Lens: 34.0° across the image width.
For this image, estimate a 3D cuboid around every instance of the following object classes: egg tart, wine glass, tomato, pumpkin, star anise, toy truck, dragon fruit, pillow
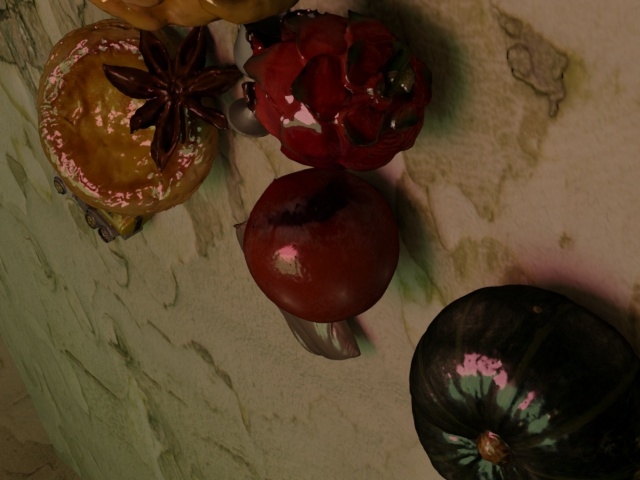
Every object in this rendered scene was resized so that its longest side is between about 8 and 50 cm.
[{"bbox_3d":[-0.302,-0.200,1.675,0.318,0.128,0.319,3,107,9],"label":"egg tart"},{"bbox_3d":[-0.082,-0.230,1.416,0.079,0.079,0.195,45,150,19],"label":"wine glass"},{"bbox_3d":[0.000,0.000,1.390,0.208,0.208,0.184,25,158,43],"label":"tomato"},{"bbox_3d":[0.249,0.191,1.222,0.300,0.207,0.300,22,127,33],"label":"pumpkin"},{"bbox_3d":[-0.218,-0.225,1.537,0.196,0.212,0.111,38,-175,-14],"label":"star anise"},{"bbox_3d":[-0.425,-0.097,2.053,0.227,0.098,0.114,45,145,15],"label":"toy truck"},{"bbox_3d":[0.011,-0.176,1.217,0.274,0.192,0.193,16,115,50],"label":"dragon fruit"},{"bbox_3d":[-0.042,0.076,1.678,0.270,0.067,0.173,59,156,-4],"label":"pillow"}]

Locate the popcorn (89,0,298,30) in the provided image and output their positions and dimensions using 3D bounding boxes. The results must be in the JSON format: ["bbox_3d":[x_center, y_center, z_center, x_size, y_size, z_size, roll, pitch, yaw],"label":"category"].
[{"bbox_3d":[-0.159,-0.390,1.180,0.315,0.281,0.297,7,88,31],"label":"popcorn"}]
